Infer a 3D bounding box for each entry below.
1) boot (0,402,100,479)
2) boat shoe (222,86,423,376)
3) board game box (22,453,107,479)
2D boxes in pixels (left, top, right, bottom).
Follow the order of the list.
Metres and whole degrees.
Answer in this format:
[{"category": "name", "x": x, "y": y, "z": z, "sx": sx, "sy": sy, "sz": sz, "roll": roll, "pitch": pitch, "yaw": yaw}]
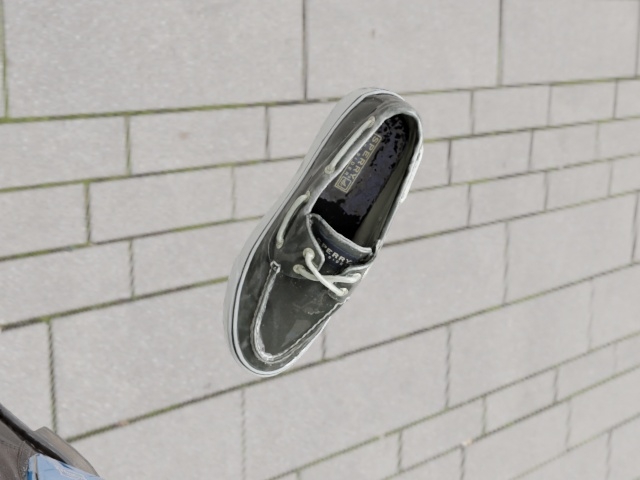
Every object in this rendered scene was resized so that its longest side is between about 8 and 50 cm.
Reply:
[{"category": "boot", "x": -0.261, "y": 0.145, "z": 0.684, "sx": 0.091, "sy": 0.263, "sz": 0.229, "roll": -65, "pitch": 175, "yaw": 6}, {"category": "boat shoe", "x": 0.000, "y": 0.000, "z": 0.750, "sx": 0.077, "sy": 0.070, "sz": 0.219, "roll": 22, "pitch": 101, "yaw": -21}, {"category": "board game box", "x": -0.056, "y": 0.299, "z": 0.514, "sx": 0.308, "sy": 0.086, "sz": 0.302, "roll": 27, "pitch": 85, "yaw": -15}]
